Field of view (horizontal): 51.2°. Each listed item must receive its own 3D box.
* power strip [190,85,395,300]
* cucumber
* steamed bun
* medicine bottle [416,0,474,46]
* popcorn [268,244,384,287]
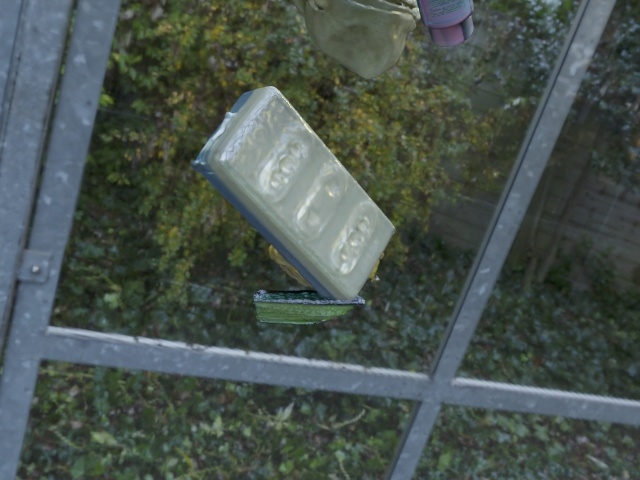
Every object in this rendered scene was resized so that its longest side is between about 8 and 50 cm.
[{"bbox_3d":[-0.011,-0.023,0.366,0.032,0.056,0.123,2,-37,50],"label":"power strip"},{"bbox_3d":[-0.029,0.115,1.164,0.220,0.070,0.046,5,41,-28],"label":"cucumber"},{"bbox_3d":[0.088,-0.512,1.347,0.276,0.203,0.289,28,51,-22],"label":"steamed bun"},{"bbox_3d":[0.213,-0.438,1.170,0.094,0.188,0.119,-14,52,14],"label":"medicine bottle"},{"bbox_3d":[0.001,0.000,1.204,0.253,0.190,0.191,56,11,-34],"label":"popcorn"}]
